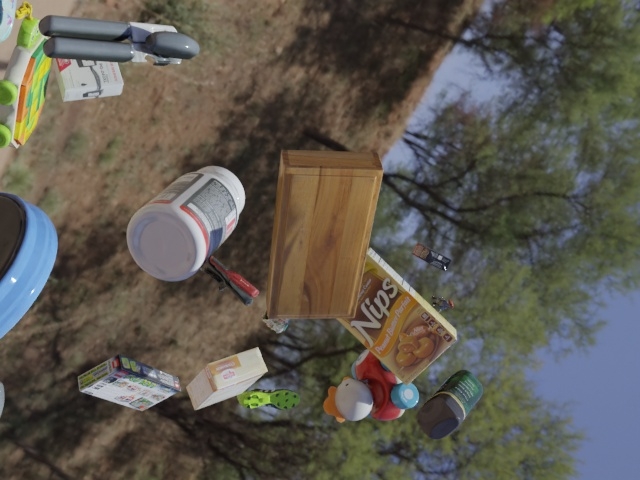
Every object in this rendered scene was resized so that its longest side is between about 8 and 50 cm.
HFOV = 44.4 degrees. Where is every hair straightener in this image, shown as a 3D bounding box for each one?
[{"bbox_3d":[-0.290,0.115,2.286,0.089,0.230,0.047,-57,175,34],"label":"hair straightener"}]

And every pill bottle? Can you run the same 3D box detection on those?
[{"bbox_3d":[-0.338,-0.059,2.069,0.210,0.210,0.363,-57,180,29],"label":"pill bottle"}]

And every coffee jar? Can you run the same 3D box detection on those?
[{"bbox_3d":[0.271,0.343,1.643,0.096,0.079,0.184,-45,170,26],"label":"coffee jar"}]

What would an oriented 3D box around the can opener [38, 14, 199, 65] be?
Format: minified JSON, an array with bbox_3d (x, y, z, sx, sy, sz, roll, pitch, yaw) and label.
[{"bbox_3d":[-0.345,-0.352,1.362,0.093,0.280,0.074,-16,-95,47],"label":"can opener"}]

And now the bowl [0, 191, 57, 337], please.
[{"bbox_3d":[-0.689,0.065,1.498,0.390,0.077,0.391,-15,-133,17],"label":"bowl"}]

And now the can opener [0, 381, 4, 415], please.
[{"bbox_3d":[-0.790,0.294,1.832,0.095,0.075,0.284,47,40,-87],"label":"can opener"}]

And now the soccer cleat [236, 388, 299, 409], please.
[{"bbox_3d":[-0.143,0.430,2.158,0.072,0.178,0.060,23,-75,62],"label":"soccer cleat"}]

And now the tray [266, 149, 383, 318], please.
[{"bbox_3d":[0.000,0.000,1.696,0.076,0.202,0.411,-101,-165,-50],"label":"tray"}]

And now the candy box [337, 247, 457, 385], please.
[{"bbox_3d":[0.173,0.194,2.010,0.183,0.316,0.087,-46,-179,13],"label":"candy box"}]

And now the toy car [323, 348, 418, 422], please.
[{"bbox_3d":[0.110,0.420,2.213,0.219,0.237,0.211,-37,-114,58],"label":"toy car"}]

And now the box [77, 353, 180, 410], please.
[{"bbox_3d":[-0.409,0.311,1.697,0.114,0.207,0.036,-29,-123,13],"label":"box"}]

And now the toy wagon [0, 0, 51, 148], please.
[{"bbox_3d":[-0.690,-0.383,1.829,0.267,0.068,0.345,-87,-162,-52],"label":"toy wagon"}]

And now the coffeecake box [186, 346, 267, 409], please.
[{"bbox_3d":[-0.234,0.343,1.943,0.142,0.068,0.185,-14,161,-33],"label":"coffeecake box"}]

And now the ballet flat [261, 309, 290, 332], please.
[{"bbox_3d":[-0.086,0.148,2.024,0.091,0.077,0.241,-81,-162,-55],"label":"ballet flat"}]

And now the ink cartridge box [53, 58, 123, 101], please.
[{"bbox_3d":[-0.587,-0.421,1.989,0.063,0.150,0.109,-39,-113,62],"label":"ink cartridge box"}]

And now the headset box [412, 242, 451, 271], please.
[{"bbox_3d":[0.254,0.037,1.812,0.032,0.062,0.083,-63,-158,2],"label":"headset box"}]

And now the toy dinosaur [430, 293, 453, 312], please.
[{"bbox_3d":[0.356,0.176,2.255,0.082,0.090,0.047,12,-74,41],"label":"toy dinosaur"}]

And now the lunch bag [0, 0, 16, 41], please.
[{"bbox_3d":[-0.688,-0.520,1.471,0.108,0.223,0.280,-168,-97,-82],"label":"lunch bag"}]
